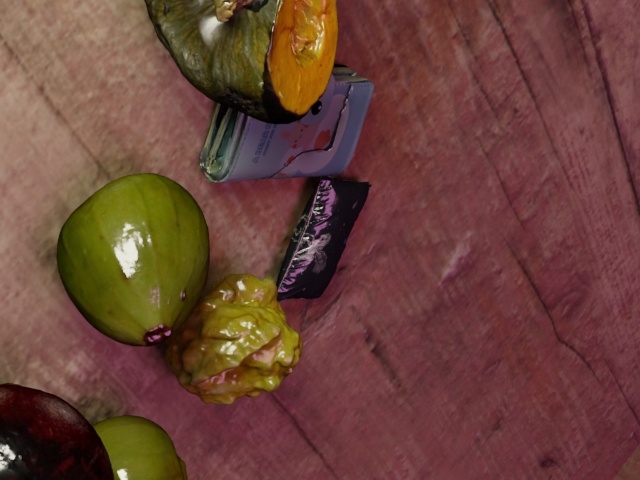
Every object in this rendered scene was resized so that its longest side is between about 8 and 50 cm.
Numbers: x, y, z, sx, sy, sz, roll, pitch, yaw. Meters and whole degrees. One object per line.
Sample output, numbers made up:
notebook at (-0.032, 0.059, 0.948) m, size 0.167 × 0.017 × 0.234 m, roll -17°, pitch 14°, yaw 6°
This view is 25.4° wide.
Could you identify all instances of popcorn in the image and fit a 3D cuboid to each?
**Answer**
popcorn at (-0.129, 0.145, 2.041) m, size 0.197 × 0.155 × 0.197 m, roll -15°, pitch 142°, yaw -12°

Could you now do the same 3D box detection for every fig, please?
fig at (-0.223, 0.037, 1.799) m, size 0.203 × 0.225 × 0.203 m, roll -17°, pitch 141°, yaw -15°
fig at (-0.290, 0.357, 1.950) m, size 0.230 × 0.207 × 0.207 m, roll -32°, pitch 135°, yaw -33°

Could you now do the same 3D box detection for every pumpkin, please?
pumpkin at (-0.109, -0.306, 1.672) m, size 0.242 × 0.232 × 0.325 m, roll -28°, pitch 124°, yaw -66°

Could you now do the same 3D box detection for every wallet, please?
wallet at (-0.044, -0.166, 1.994) m, size 0.250 × 0.075 × 0.176 m, roll -7°, pitch 125°, yaw -47°

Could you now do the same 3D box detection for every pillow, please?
pillow at (0.000, 0.000, 2.176) m, size 0.141 × 0.055 × 0.208 m, roll 2°, pitch 113°, yaw -59°

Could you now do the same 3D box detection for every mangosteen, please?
mangosteen at (-0.401, 0.302, 1.742) m, size 0.297 × 0.293 × 0.297 m, roll -8°, pitch 149°, yaw -5°
